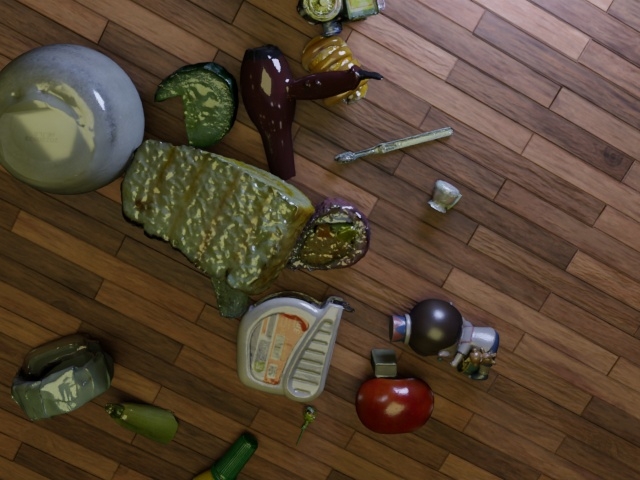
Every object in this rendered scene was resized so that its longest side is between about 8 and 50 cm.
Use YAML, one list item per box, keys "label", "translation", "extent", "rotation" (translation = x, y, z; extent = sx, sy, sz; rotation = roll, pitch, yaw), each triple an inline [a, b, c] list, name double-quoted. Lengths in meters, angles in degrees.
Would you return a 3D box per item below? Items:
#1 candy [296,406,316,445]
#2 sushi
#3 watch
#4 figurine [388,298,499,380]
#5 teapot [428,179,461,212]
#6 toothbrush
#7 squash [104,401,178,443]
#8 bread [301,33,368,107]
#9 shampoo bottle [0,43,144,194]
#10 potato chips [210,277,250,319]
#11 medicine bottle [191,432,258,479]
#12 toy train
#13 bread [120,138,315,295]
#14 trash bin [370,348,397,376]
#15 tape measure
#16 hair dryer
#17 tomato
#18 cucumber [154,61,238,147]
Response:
- label: "candy"
  translation: [-0.043, 0.482, 1.940]
  extent: [0.035, 0.035, 0.123]
  rotation: [15, 112, -16]
- label: "sushi"
  translation: [0.017, 0.010, 1.791]
  extent: [0.161, 0.107, 0.241]
  rotation: [38, 108, -14]
- label: "watch"
  translation: [-0.615, 0.338, 1.784]
  extent: [0.253, 0.241, 0.162]
  rotation: [-21, 104, 4]
- label: "figurine"
  translation: [0.299, 0.233, 1.829]
  extent: [0.275, 0.161, 0.158]
  rotation: [27, 137, -5]
- label: "teapot"
  translation: [0.299, -0.102, 1.798]
  extent: [0.083, 0.064, 0.064]
  rotation: [14, 113, -36]
- label: "toothbrush"
  translation: [0.175, -0.226, 1.781]
  extent: [0.294, 0.028, 0.026]
  rotation: [-15, 104, -3]
- label: "squash"
  translation: [-0.464, 0.446, 1.899]
  extent: [0.200, 0.075, 0.090]
  rotation: [33, 120, -30]
- label: "bread"
  translation: [0.031, -0.386, 1.712]
  extent: [0.119, 0.084, 0.177]
  rotation: [-34, 97, 6]
- label: "shampoo bottle"
  translation: [-0.547, -0.257, 1.609]
  extent: [0.322, 0.317, 0.323]
  rotation: [0, 100, -1]
- label: "potato chips"
  translation: [-0.203, 0.073, 1.823]
  extent: [0.167, 0.059, 0.228]
  rotation: [30, 94, -13]
- label: "medicine bottle"
  translation: [-0.269, 0.626, 1.943]
  extent: [0.111, 0.076, 0.309]
  rotation: [36, 99, -10]
- label: "toy train"
  translation: [0.028, -0.585, 1.643]
  extent: [0.177, 0.134, 0.261]
  rotation: [-14, 104, -6]
- label: "bread"
  translation: [-0.222, -0.068, 1.685]
  extent: [0.395, 0.264, 0.239]
  rotation: [29, 98, 11]
- label: "trash bin"
  translation: [0.159, 0.306, 1.867]
  extent: [0.060, 0.092, 0.043]
  rotation: [1, 101, -2]
- label: "tape measure"
  translation: [-0.072, 0.248, 1.835]
  extent: [0.265, 0.130, 0.258]
  rotation: [14, 100, 1]
- label: "hair dryer"
  translation: [-0.009, -0.294, 1.666]
  extent: [0.340, 0.123, 0.313]
  rotation: [-3, 113, 27]
- label: "tomato"
  translation: [0.182, 0.406, 1.845]
  extent: [0.195, 0.195, 0.136]
  rotation: [-1, 78, -1]
- label: "cucumber"
  translation: [-0.267, -0.315, 1.706]
  extent: [0.191, 0.130, 0.191]
  rotation: [0, 110, 1]
